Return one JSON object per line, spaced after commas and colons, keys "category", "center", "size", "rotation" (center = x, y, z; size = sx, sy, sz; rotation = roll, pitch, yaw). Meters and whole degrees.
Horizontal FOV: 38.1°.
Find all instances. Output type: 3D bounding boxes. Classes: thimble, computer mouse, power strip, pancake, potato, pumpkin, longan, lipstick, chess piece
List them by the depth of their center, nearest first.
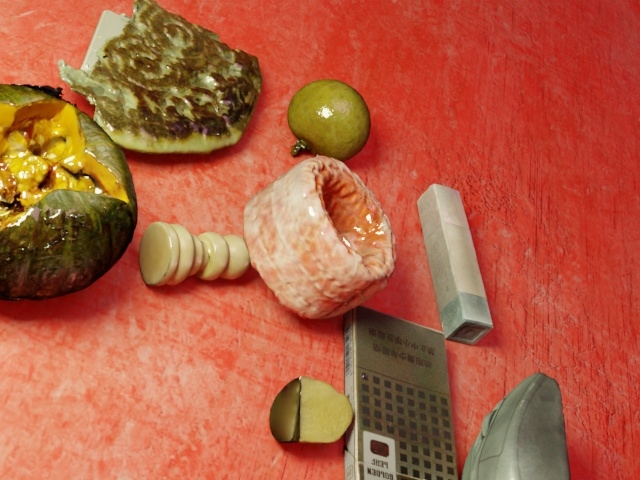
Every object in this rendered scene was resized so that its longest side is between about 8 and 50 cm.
{"category": "pumpkin", "center": [-0.400, -0.065, 1.234], "size": [0.321, 0.192, 0.320], "rotation": [22, 44, -23]}
{"category": "potato", "center": [-0.012, 0.253, 1.333], "size": [0.103, 0.066, 0.096], "rotation": [23, 67, -31]}
{"category": "computer mouse", "center": [0.280, 0.348, 1.371], "size": [0.122, 0.188, 0.371], "rotation": [23, 43, -10]}
{"category": "chess piece", "center": [-0.181, 0.024, 1.402], "size": [0.171, 0.094, 0.094], "rotation": [5, 51, -43]}
{"category": "thimble", "center": [0.000, 0.000, 1.451], "size": [0.239, 0.162, 0.239], "rotation": [40, 34, -34]}
{"category": "pancake", "center": [-0.262, -0.261, 1.588], "size": [0.305, 0.067, 0.426], "rotation": [36, 40, -9]}
{"category": "power strip", "center": [-0.361, -0.329, 1.613], "size": [0.081, 0.035, 0.192], "rotation": [23, 44, -19]}
{"category": "lipstick", "center": [0.242, 0.037, 1.702], "size": [0.068, 0.066, 0.317], "rotation": [14, 47, -25]}
{"category": "longan", "center": [0.010, -0.214, 1.716], "size": [0.155, 0.176, 0.145], "rotation": [38, -6, 31]}

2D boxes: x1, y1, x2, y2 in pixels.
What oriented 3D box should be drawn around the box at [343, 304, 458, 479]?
{"category": "box", "center": [0.121, 0.259, 1.435], "size": [0.180, 0.047, 0.324], "rotation": [20, 45, -21]}
